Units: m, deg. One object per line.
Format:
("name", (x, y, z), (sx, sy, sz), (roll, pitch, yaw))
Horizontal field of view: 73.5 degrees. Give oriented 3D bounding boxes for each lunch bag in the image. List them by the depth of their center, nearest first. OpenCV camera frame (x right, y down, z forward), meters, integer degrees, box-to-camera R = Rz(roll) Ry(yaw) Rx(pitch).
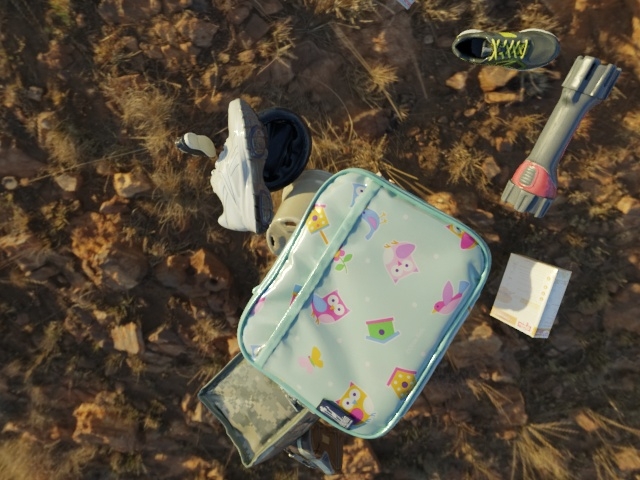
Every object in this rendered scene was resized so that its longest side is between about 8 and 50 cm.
("lunch bag", (0.040, 0.070, 0.506), (0.224, 0.108, 0.279), (33, 94, 8))
("lunch bag", (-0.024, 0.226, 0.756), (0.287, 0.235, 0.169), (-42, 71, -6))

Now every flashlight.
("flashlight", (0.480, -0.199, 0.860), (0.103, 0.103, 0.304), (20, 116, 0))

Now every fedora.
("fedora", (-0.197, -0.352, 1.620), (0.333, 0.152, 0.334), (-13, 126, -18))

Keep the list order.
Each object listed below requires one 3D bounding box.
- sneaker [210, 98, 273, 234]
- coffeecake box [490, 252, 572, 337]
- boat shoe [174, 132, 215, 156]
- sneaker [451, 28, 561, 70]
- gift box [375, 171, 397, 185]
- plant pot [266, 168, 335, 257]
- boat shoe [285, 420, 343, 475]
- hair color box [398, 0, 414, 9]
("sneaker", (-0.185, -0.159, 0.943), (0.129, 0.111, 0.298), (-1, 93, 19))
("coffeecake box", (0.557, 0.145, 1.146), (0.068, 0.142, 0.186), (10, 101, -30))
("boat shoe", (-0.275, -0.208, 0.953), (0.038, 0.125, 0.046), (-14, 91, 15))
("sneaker", (0.145, -0.151, 0.343), (0.083, 0.035, 0.031), (14, 124, 28))
("gift box", (0.260, -0.127, 1.900), (0.258, 0.255, 0.276), (-31, 151, 9))
("plant pot", (-0.053, -0.066, 1.676), (0.333, 0.305, 0.334), (11, 125, 16))
("boat shoe", (-0.022, 0.444, 0.937), (0.095, 0.095, 0.258), (-6, 138, 18))
("hair color box", (0.278, -0.790, 1.269), (0.093, 0.053, 0.167), (9, 132, -44))
